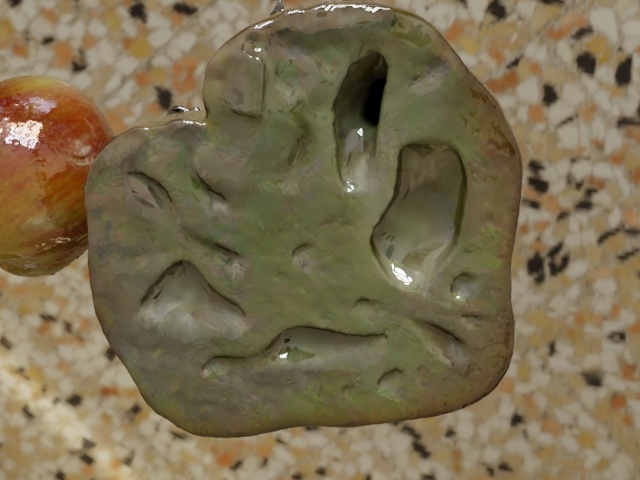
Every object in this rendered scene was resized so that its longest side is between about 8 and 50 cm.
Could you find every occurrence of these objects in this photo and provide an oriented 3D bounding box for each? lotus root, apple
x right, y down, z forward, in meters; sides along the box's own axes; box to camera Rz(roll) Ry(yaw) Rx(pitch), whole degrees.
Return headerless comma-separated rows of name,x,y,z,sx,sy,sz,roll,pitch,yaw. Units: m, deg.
lotus root,0.000,0.000,1.178,0.375,0.111,0.390,37,100,-9
apple,-0.273,-0.067,1.326,0.195,0.173,0.160,33,164,43
